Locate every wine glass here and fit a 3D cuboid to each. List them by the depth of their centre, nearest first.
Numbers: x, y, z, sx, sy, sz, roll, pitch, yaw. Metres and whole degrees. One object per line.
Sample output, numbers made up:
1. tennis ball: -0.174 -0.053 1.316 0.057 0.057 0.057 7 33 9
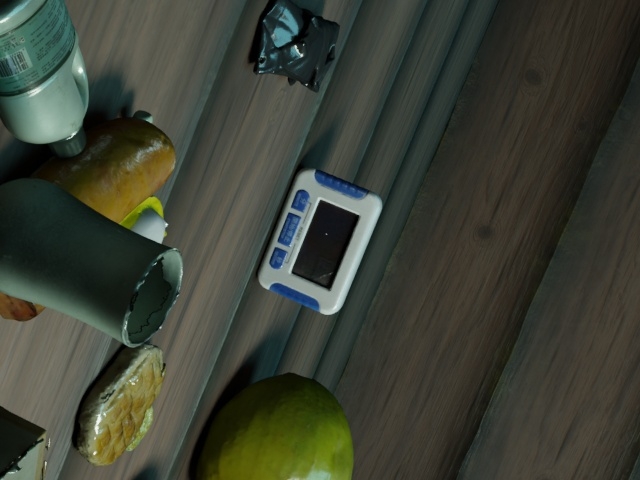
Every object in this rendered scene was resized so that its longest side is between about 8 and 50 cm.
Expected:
1. wine glass: -0.232 0.002 0.764 0.103 0.231 0.103 -59 163 -30

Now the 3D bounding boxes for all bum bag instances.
1. bum bag: -0.032 -0.295 1.406 0.123 0.060 0.248 -68 166 12

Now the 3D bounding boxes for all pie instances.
1. pie: -0.289 0.241 1.344 0.195 0.046 0.195 -58 163 -31
2. pie: -0.294 0.298 1.476 0.084 0.021 0.084 19 90 -78

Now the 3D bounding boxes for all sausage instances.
1. sausage: -0.246 -0.039 0.929 0.270 0.109 0.109 -54 161 -41

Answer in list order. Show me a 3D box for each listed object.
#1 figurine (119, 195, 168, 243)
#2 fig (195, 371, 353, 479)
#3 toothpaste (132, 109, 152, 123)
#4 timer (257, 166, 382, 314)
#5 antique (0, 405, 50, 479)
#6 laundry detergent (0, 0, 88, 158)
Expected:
1. figurine: -0.229 0.013 1.049 0.178 0.109 0.130 -11 105 -59
2. fig: -0.086 0.441 1.930 0.343 0.343 0.343 -59 165 -27
3. toothpaste: -0.231 -0.058 1.092 0.062 0.037 0.216 -41 157 -55
4. timer: 0.000 0.000 1.774 0.078 0.178 0.253 -16 129 -79
5. antique: -0.351 0.230 0.864 0.148 0.152 0.147 -46 156 -61
6. laundry detergent: -0.247 -0.148 0.801 0.226 0.070 0.099 87 23 -61
